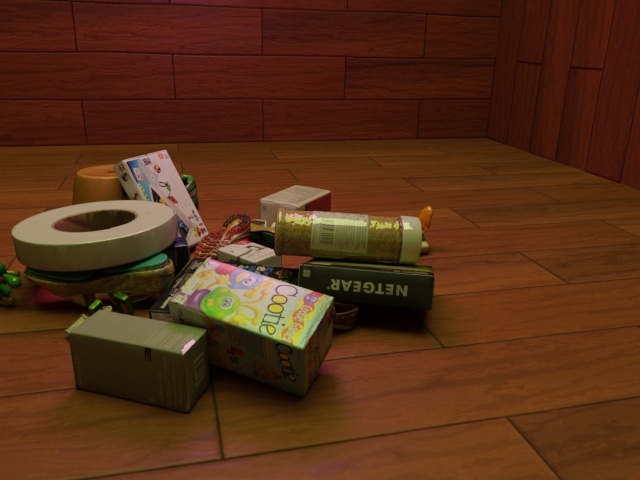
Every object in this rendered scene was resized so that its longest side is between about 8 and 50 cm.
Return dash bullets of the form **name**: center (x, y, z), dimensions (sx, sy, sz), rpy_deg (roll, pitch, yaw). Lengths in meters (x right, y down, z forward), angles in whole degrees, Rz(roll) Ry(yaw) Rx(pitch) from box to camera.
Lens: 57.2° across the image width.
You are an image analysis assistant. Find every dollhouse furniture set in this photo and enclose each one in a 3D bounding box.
- **dollhouse furniture set**: center (-0.489, 0.185, 1.311), dimensions (0.076, 0.058, 0.152), rpy_deg (17, 43, 20)

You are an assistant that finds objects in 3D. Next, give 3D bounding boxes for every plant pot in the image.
- **plant pot**: center (-0.635, -0.118, 1.810), dimensions (0.291, 0.203, 0.291), rpy_deg (0, 18, 0)

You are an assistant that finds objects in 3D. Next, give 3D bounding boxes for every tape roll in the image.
- **tape roll**: center (-0.564, -0.022, 1.489), dimensions (0.392, 0.072, 0.392), rpy_deg (-1, 18, 0)

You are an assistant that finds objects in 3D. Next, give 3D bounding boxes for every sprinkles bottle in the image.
- **sprinkles bottle**: center (0.066, -0.011, 1.449), dimensions (0.355, 0.121, 0.121), rpy_deg (4, 20, -2)

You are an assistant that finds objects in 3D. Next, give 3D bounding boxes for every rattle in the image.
- **rattle**: center (0.240, -0.028, 1.805), dimensions (0.199, 0.143, 0.130), rpy_deg (6, 38, -7)

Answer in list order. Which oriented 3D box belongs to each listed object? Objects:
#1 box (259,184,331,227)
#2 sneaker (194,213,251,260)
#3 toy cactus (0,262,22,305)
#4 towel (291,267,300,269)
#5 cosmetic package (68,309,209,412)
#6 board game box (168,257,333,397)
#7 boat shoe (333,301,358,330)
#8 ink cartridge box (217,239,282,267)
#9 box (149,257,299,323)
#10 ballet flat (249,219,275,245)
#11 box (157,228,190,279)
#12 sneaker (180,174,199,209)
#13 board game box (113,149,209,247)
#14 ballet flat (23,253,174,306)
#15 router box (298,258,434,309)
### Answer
- **box**: center (-0.082, -0.094, 1.970), dimensions (0.148, 0.127, 0.232), rpy_deg (12, 22, 26)
- **sneaker**: center (-0.277, 0.015, 1.726), dimensions (0.088, 0.093, 0.225), rpy_deg (20, 42, 30)
- **toy cactus**: center (-0.809, 0.071, 1.397), dimensions (0.219, 0.180, 0.112), rpy_deg (12, 42, 39)
- **towel**: center (-0.052, 0.091, 1.598), dimensions (0.119, 0.029, 0.067), rpy_deg (-8, 21, -25)
- **cosmetic package**: center (-0.331, 0.217, 1.080), dimensions (0.238, 0.127, 0.107), rpy_deg (5, 21, 13)
- **board game box**: center (-0.128, 0.162, 1.129), dimensions (0.275, 0.144, 0.142), rpy_deg (16, 42, 18)
- **boat shoe**: center (0.005, 0.156, 1.299), dimensions (0.178, 0.060, 0.064), rpy_deg (10, 32, -30)
- **ink cartridge box**: center (-0.196, 0.056, 1.634), dimensions (0.150, 0.063, 0.109), rpy_deg (16, 24, 36)
- **box**: center (-0.209, 0.138, 1.387), dimensions (0.293, 0.073, 0.295), rpy_deg (6, 22, 5)
- **ballet flat**: center (-0.170, -0.030, 1.835), dimensions (0.232, 0.080, 0.073), rpy_deg (10, 60, 25)
- **box**: center (-0.460, 0.047, 1.573), dimensions (0.207, 0.108, 0.153), rpy_deg (-6, 20, -19)
- **sneaker**: center (-0.597, -0.161, 2.090), dimensions (0.134, 0.146, 0.343), rpy_deg (19, 27, 41)
- **board game box**: center (-0.466, -0.110, 1.750), dimensions (0.053, 0.305, 0.193), rpy_deg (-23, 5, 30)
- **ballet flat**: center (-0.525, 0.103, 1.407), dimensions (0.348, 0.123, 0.123), rpy_deg (-3, 20, -5)
- **router box**: center (0.118, 0.097, 1.429), dimensions (0.309, 0.081, 0.243), rpy_deg (5, 4, 8)
